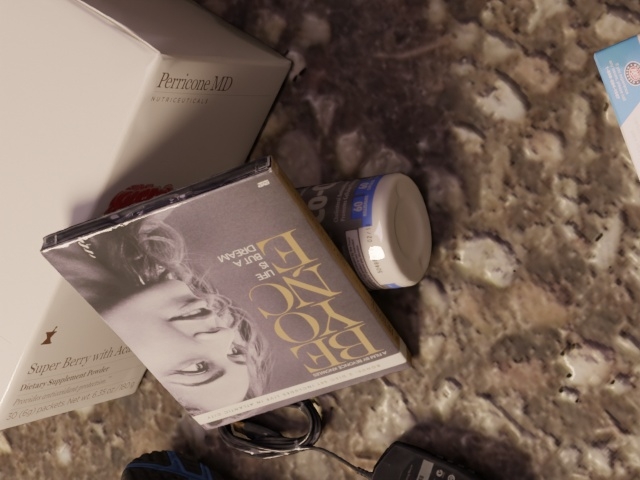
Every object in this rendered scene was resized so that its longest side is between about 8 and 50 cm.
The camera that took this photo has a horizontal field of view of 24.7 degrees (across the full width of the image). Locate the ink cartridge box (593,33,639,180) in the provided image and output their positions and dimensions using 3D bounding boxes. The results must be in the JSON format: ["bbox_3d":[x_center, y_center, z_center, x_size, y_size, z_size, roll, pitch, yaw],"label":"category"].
[{"bbox_3d":[0.252,-0.095,0.862,0.143,0.090,0.092,-22,83,28],"label":"ink cartridge box"}]

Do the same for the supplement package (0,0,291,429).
[{"bbox_3d":[-0.185,-0.042,1.046,0.175,0.177,0.293,34,109,22],"label":"supplement package"}]

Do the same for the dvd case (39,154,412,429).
[{"bbox_3d":[-0.056,0.044,0.969,0.164,0.221,0.018,-19,46,17],"label":"dvd case"}]

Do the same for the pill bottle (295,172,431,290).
[{"bbox_3d":[0.000,0.000,1.008,0.137,0.078,0.078,-8,90,27],"label":"pill bottle"}]

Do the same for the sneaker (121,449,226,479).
[{"bbox_3d":[-0.057,0.235,1.069,0.211,0.080,0.081,31,129,23],"label":"sneaker"}]

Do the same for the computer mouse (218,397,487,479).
[{"bbox_3d":[0.029,0.163,1.033,0.242,0.041,0.071,22,89,32],"label":"computer mouse"}]
